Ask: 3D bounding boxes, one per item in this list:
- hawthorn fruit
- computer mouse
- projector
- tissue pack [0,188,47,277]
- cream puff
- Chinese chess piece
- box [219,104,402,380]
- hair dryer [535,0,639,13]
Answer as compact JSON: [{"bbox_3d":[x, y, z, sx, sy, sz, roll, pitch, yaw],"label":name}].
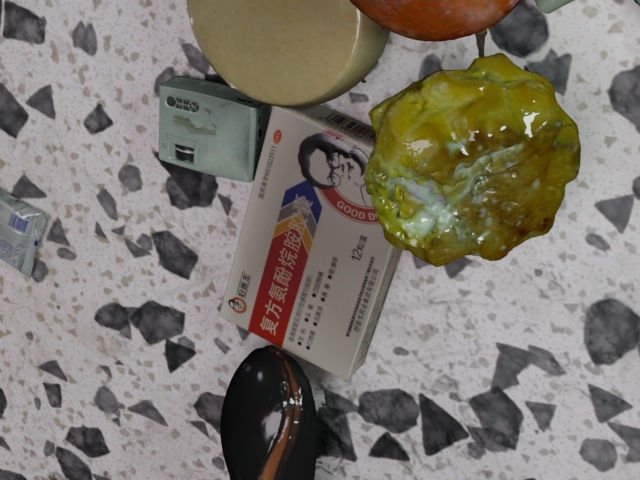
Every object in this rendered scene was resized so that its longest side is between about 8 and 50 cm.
[{"bbox_3d":[0.141,-0.338,1.416,0.235,0.263,0.231,-17,67,62],"label":"hawthorn fruit"},{"bbox_3d":[-0.084,0.302,1.854,0.183,0.116,0.323,-130,37,-54],"label":"computer mouse"},{"bbox_3d":[-0.144,-0.153,1.737,0.147,0.061,0.115,16,118,20],"label":"projector"},{"bbox_3d":[-0.521,-0.036,2.006,0.193,0.026,0.122,32,123,11],"label":"tissue pack"},{"bbox_3d":[0.168,-0.104,1.511,0.282,0.282,0.185,-58,39,34],"label":"cream puff"},{"bbox_3d":[-0.038,-0.297,1.592,0.273,0.102,0.273,12,117,24],"label":"Chinese chess piece"},{"bbox_3d":[0.000,0.000,1.736,0.214,0.069,0.353,25,120,15],"label":"box"},{"bbox_3d":[0.342,-0.263,1.457,0.167,0.067,0.199,-11,122,40],"label":"hair dryer"}]
